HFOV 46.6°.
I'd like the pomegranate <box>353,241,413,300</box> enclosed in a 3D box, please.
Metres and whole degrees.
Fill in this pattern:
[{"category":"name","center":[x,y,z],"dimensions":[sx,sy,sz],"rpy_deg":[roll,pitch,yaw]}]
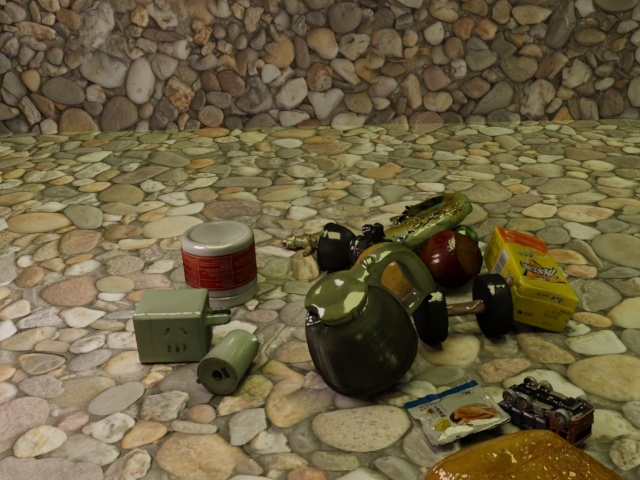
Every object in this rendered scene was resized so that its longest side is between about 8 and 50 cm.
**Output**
[{"category":"pomegranate","center":[0.166,0.104,1.943],"dimensions":[0.196,0.196,0.196],"rpy_deg":[-2,24,1]}]

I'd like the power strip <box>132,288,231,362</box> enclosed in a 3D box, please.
[{"category":"power strip","center":[-0.325,0.204,1.803],"dimensions":[0.225,0.140,0.139],"rpy_deg":[-1,24,0]}]

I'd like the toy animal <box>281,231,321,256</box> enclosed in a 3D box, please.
[{"category":"toy animal","center":[0.000,0.000,2.325],"dimensions":[0.241,0.056,0.099],"rpy_deg":[-7,24,-9]}]

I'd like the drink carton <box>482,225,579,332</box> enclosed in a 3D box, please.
[{"category":"drink carton","center":[0.545,0.095,1.956],"dimensions":[0.155,0.111,0.351],"rpy_deg":[15,23,-6]}]

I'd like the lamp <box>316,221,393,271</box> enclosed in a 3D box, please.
[{"category":"lamp","center":[0.121,0.026,2.123],"dimensions":[0.228,0.172,0.147],"rpy_deg":[7,24,25]}]

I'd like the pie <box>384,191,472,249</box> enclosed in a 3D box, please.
[{"category":"pie","center":[0.327,-0.064,2.319],"dimensions":[0.297,0.078,0.371],"rpy_deg":[-18,14,23]}]

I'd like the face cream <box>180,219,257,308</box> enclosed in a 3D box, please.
[{"category":"face cream","center":[-0.278,0.061,2.054],"dimensions":[0.201,0.187,0.201],"rpy_deg":[-2,24,1]}]

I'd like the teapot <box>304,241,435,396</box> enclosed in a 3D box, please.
[{"category":"teapot","center":[0.108,0.167,1.619],"dimensions":[0.322,0.239,0.239],"rpy_deg":[-23,39,5]}]

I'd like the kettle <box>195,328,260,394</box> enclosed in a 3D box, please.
[{"category":"kettle","center":[-0.214,0.281,1.700],"dimensions":[0.098,0.126,0.148],"rpy_deg":[34,27,2]}]

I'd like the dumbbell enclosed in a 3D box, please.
[{"category":"dumbbell","center":[0.343,0.166,1.808],"dimensions":[0.218,0.152,0.152],"rpy_deg":[-6,24,-7]}]

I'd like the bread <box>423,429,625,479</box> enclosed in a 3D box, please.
[{"category":"bread","center":[0.364,0.435,1.210],"dimensions":[0.328,0.147,0.337],"rpy_deg":[-13,27,-23]}]

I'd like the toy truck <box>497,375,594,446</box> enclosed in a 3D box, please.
[{"category":"toy truck","center":[0.448,0.342,1.484],"dimensions":[0.083,0.092,0.192],"rpy_deg":[-20,21,-33]}]

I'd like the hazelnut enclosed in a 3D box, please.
[{"category":"hazelnut","center":[0.370,0.057,2.075],"dimensions":[0.170,0.160,0.202],"rpy_deg":[32,2,33]}]

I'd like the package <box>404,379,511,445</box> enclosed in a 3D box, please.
[{"category":"package","center":[0.278,0.353,1.530],"dimensions":[0.171,0.027,0.173],"rpy_deg":[-18,23,-10]}]

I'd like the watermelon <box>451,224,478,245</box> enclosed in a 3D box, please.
[{"category":"watermelon","center":[0.427,0.007,2.225],"dimensions":[0.109,0.109,0.109],"rpy_deg":[-2,24,1]}]
